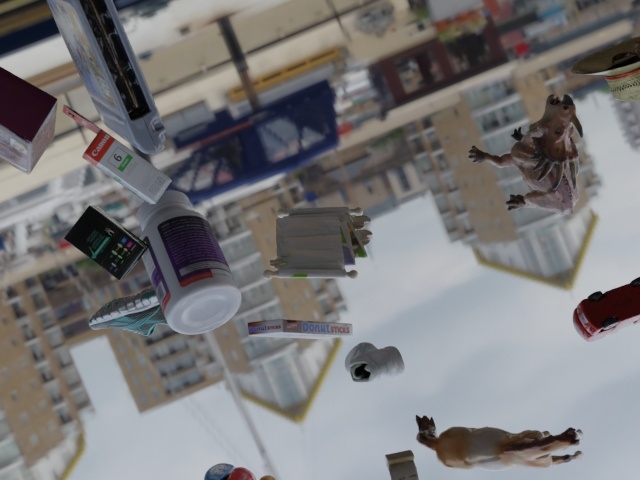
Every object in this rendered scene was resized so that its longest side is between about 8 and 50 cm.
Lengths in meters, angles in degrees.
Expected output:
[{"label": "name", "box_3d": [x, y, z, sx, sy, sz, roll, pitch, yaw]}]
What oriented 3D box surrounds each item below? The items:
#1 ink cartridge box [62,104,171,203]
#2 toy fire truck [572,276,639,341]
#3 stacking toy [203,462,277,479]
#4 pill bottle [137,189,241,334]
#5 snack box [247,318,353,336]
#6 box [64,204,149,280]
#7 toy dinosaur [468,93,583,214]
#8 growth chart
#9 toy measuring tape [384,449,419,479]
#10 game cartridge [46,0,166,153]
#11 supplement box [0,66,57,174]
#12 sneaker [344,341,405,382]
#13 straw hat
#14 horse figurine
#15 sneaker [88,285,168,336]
[{"label": "ink cartridge box", "box_3d": [-0.191, -0.076, 0.988, 0.029, 0.115, 0.063, -56, -168, -7]}, {"label": "toy fire truck", "box_3d": [0.403, 0.091, 1.414, 0.192, 0.047, 0.135, -18, 157, -15]}, {"label": "stacking toy", "box_3d": [-0.020, 0.411, 1.542, 0.302, 0.166, 0.175, 3, 180, 9]}, {"label": "pill bottle", "box_3d": [-0.191, 0.026, 1.527, 0.108, 0.193, 0.108, -18, 145, -13]}, {"label": "snack box", "box_3d": [-0.027, 0.132, 1.615, 0.064, 0.022, 0.178, -9, 169, 34]}, {"label": "box", "box_3d": [-0.254, 0.003, 1.308, 0.052, 0.083, 0.062, -53, -175, -1]}, {"label": "toy dinosaur", "box_3d": [0.396, -0.114, 1.887, 0.127, 0.296, 0.200, -50, -141, -15]}, {"label": "growth chart", "box_3d": [0.000, 0.000, 1.795, 0.172, 0.021, 0.237, 3, -150, 0]}, {"label": "toy measuring tape", "box_3d": [0.129, 0.429, 1.344, 0.121, 0.330, 0.121, -10, 148, -6]}, {"label": "game cartridge", "box_3d": [-0.309, -0.272, 1.510, 0.062, 0.297, 0.198, -30, -152, -20]}, {"label": "supplement box", "box_3d": [-0.460, -0.177, 1.638, 0.081, 0.104, 0.188, -62, -172, -17]}, {"label": "sneaker", "box_3d": [0.063, 0.181, 1.600, 0.061, 0.054, 0.152, -19, -179, -24]}, {"label": "straw hat", "box_3d": [0.390, -0.207, 1.360, 0.144, 0.061, 0.144, -20, -163, 6]}, {"label": "horse figurine", "box_3d": [0.235, 0.274, 1.468, 0.263, 0.066, 0.174, -1, 173, 26]}, {"label": "sneaker", "box_3d": [-0.305, 0.129, 1.800, 0.166, 0.076, 0.065, -17, -161, 22]}]
